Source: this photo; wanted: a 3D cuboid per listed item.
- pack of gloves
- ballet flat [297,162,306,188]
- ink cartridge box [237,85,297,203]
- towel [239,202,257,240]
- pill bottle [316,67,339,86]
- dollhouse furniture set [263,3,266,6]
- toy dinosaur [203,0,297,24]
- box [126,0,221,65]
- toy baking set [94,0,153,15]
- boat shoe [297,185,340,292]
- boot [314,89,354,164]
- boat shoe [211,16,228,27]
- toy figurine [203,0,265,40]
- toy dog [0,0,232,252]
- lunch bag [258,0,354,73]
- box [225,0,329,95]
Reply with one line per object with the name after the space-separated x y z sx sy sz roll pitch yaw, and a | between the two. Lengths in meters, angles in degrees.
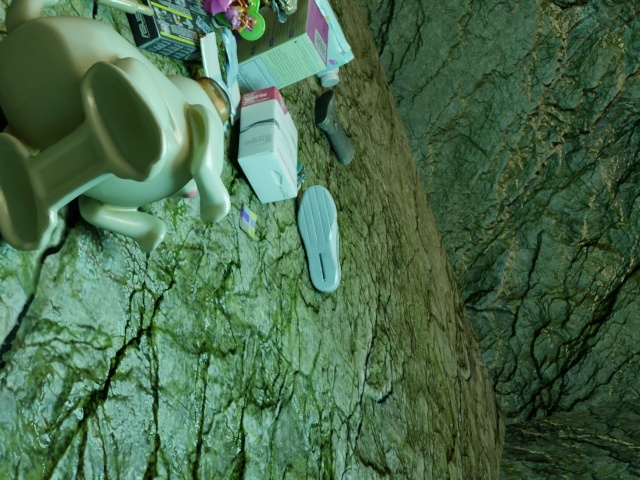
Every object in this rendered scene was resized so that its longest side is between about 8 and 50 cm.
-0.214 -0.379 1.620 0.195 0.046 0.232 -60 150 -59 | pack of gloves
-0.076 -0.156 1.874 0.070 0.070 0.188 65 25 -17 | ballet flat
-0.128 -0.238 1.714 0.172 0.100 0.237 64 19 -49 | ink cartridge box
-0.169 -0.044 1.609 0.060 0.009 0.083 52 28 -41 | towel
0.017 -0.645 2.485 0.087 0.087 0.160 12 62 -67 | pill bottle
-0.137 -0.711 2.193 0.182 0.101 0.161 19 80 -66 | dollhouse furniture set
-0.193 -0.672 1.718 0.164 0.218 0.322 -12 69 -45 | toy dinosaur
-0.336 -0.513 1.509 0.270 0.060 0.216 -19 91 -69 | box
-0.420 -0.530 1.301 0.256 0.030 0.197 -5 74 -51 | toy baking set
0.000 0.000 1.906 0.094 0.109 0.302 51 33 -77 | boat shoe
0.058 -0.397 2.400 0.208 0.076 0.190 44 48 -40 | boot
-0.251 -0.595 1.825 0.046 0.038 0.125 67 21 -13 | boat shoe
-0.212 -0.543 1.606 0.173 0.130 0.159 57 20 -13 | toy figurine
-0.304 -0.169 1.073 0.395 0.284 0.408 56 17 10 | toy dog
-0.045 -0.600 1.992 0.160 0.262 0.223 -54 129 -37 | lunch bag
-0.110 -0.512 1.822 0.117 0.242 0.214 54 27 -40 | box
